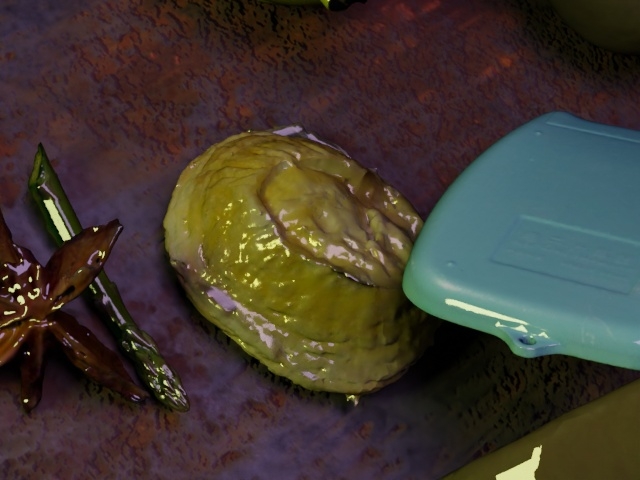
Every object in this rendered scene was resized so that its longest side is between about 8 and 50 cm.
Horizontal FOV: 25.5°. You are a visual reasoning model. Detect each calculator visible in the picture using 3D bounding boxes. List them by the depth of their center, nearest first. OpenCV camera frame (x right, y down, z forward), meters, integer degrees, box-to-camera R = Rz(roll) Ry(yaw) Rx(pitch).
[{"bbox_3d":[0.216,-0.009,1.090,0.256,0.054,0.386,14,32,21],"label":"calculator"}]

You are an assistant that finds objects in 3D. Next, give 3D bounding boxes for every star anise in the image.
[{"bbox_3d":[-0.207,0.040,1.006,0.158,0.144,0.141,-2,107,-17],"label":"star anise"}]

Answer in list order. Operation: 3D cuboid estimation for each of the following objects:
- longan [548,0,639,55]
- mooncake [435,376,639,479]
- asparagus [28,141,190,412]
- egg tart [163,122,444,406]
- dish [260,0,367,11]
[{"bbox_3d":[0.297,-0.271,1.317,0.220,0.196,0.197,-4,63,-35],"label":"longan"},{"bbox_3d":[0.241,0.192,0.913,0.378,0.378,0.201,-15,73,-30],"label":"mooncake"},{"bbox_3d":[-0.161,0.030,1.036,0.027,0.034,0.236,-22,74,-40],"label":"asparagus"},{"bbox_3d":[0.000,0.000,1.091,0.231,0.098,0.252,-12,63,-32],"label":"egg tart"},{"bbox_3d":[-0.040,-0.290,1.230,0.221,0.108,0.262,19,54,-13],"label":"dish"}]
